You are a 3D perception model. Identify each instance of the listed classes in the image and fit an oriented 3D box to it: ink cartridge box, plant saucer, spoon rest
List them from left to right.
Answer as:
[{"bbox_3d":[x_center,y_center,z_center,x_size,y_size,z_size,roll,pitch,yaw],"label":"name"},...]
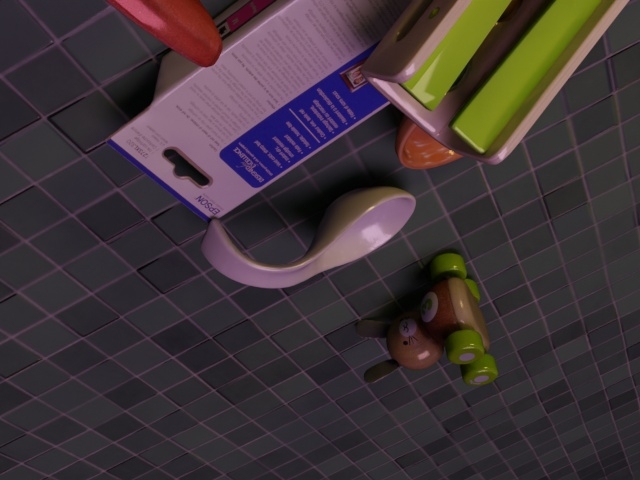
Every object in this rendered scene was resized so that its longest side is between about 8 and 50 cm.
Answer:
[{"bbox_3d":[-0.021,-0.171,0.805,0.370,0.069,0.176,-34,139,11],"label":"ink cartridge box"},{"bbox_3d":[0.000,0.000,0.953,0.276,0.084,0.137,-12,151,-31],"label":"spoon rest"},{"bbox_3d":[0.166,-0.151,0.886,0.199,0.037,0.200,-26,161,-10],"label":"plant saucer"}]

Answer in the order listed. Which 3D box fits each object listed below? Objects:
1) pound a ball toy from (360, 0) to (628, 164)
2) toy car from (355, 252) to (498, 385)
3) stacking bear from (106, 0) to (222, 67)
[{"bbox_3d":[0.152,-0.257,0.684,0.208,0.136,0.319,36,92,-22],"label":"pound a ball toy"},{"bbox_3d":[0.140,0.133,1.160,0.188,0.155,0.149,-19,142,16],"label":"toy car"},{"bbox_3d":[-0.069,-0.303,0.578,0.289,0.175,0.164,-47,142,14],"label":"stacking bear"}]
